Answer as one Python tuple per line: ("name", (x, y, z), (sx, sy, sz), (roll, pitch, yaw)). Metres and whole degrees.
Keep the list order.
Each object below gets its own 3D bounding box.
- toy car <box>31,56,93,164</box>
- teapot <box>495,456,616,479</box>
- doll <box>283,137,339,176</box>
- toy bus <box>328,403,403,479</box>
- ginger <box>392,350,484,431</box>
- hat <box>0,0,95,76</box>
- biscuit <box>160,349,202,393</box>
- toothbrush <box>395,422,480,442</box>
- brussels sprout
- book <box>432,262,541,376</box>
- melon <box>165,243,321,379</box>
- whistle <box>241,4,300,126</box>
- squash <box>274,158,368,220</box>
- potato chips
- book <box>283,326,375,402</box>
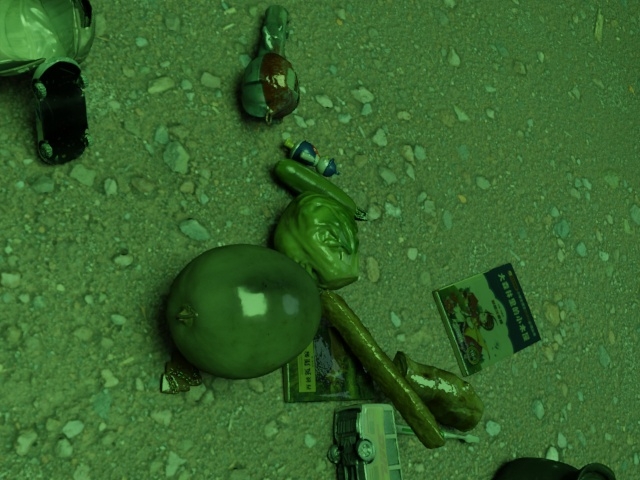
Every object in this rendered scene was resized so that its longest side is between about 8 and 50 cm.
("toy car", (-0.464, -0.231, 1.379), (0.095, 0.056, 0.205), (-24, 133, -38))
("teapot", (0.534, 0.580, 1.749), (0.305, 0.285, 0.223), (38, 54, -21))
("doll", (-0.019, -0.185, 1.745), (0.143, 0.057, 0.099), (32, 11, 4))
("toy bus", (0.101, 0.508, 1.578), (0.138, 0.097, 0.342), (9, 67, -42))
("ginger", (0.266, 0.344, 1.745), (0.263, 0.116, 0.109), (32, 73, -20))
("hat", (-0.545, -0.380, 1.390), (0.275, 0.161, 0.232), (-18, 79, -16))
("biscuit", (-0.265, 0.252, 1.445), (0.092, 0.016, 0.082), (-39, 99, -41))
("toothbrush", (0.246, 0.436, 1.753), (0.304, 0.030, 0.030), (17, 64, -31))
("brussels sprout", (0.000, 0.000, 1.652), (0.223, 0.161, 0.223), (37, 45, -48))
("book", (0.435, 0.196, 1.990), (0.322, 0.018, 0.228), (-16, 84, -39))
("melon", (-0.140, 0.131, 1.432), (0.308, 0.272, 0.271), (12, 67, -26))
("whistle", (-0.106, -0.391, 1.735), (0.142, 0.134, 0.346), (36, 46, -40))
("squash", (-0.002, -0.109, 1.742), (0.252, 0.066, 0.066), (32, 57, -25))
("potato chips", (0.126, 0.271, 1.643), (0.407, 0.057, 0.080), (52, 15, 2))
("book", (0.018, 0.263, 1.648), (0.228, 0.024, 0.160), (7, 71, -36))
